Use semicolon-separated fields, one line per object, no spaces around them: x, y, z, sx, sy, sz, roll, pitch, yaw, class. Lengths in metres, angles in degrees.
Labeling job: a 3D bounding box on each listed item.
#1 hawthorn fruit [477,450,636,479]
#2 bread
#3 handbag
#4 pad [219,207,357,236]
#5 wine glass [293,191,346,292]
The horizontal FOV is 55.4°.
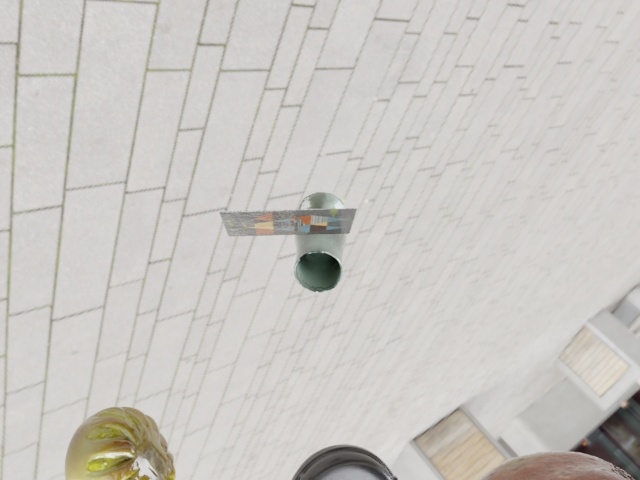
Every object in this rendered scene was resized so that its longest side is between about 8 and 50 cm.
0.391;0.558;1.005;0.403;0.403;0.403;-31;149;-21;hawthorn fruit
-0.309;0.370;0.986;0.105;0.213;0.213;-25;157;19;bread
0.040;0.592;1.311;0.093;0.254;0.308;-151;-95;-81;handbag
-0.051;-0.028;0.992;0.211;0.003;0.143;-2;165;-2;pad
0.000;0.000;1.162;0.103;0.231;0.103;1;118;1;wine glass
